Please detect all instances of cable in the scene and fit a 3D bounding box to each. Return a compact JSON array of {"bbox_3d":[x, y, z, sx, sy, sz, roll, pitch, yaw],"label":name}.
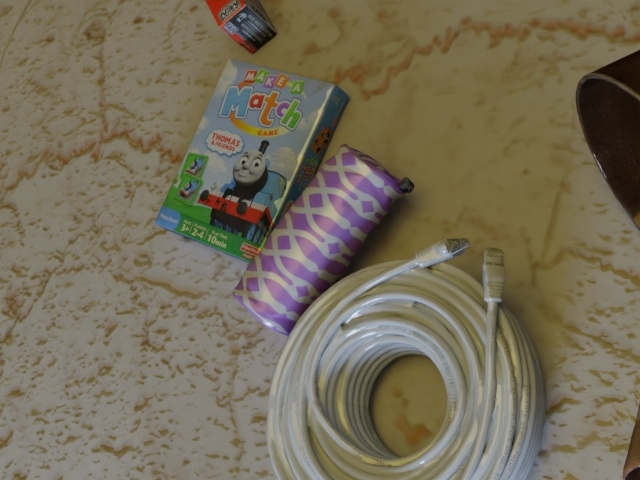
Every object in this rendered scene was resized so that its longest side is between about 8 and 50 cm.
[{"bbox_3d":[0.073,0.144,0.852,0.257,0.089,0.257,-15,67,26],"label":"cable"}]

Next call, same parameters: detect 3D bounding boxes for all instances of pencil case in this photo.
[{"bbox_3d":[0.000,0.000,0.943,0.086,0.088,0.206,42,96,26],"label":"pencil case"}]

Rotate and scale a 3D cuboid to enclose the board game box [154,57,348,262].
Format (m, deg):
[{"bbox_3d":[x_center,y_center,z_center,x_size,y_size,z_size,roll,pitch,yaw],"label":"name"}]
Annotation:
[{"bbox_3d":[-0.079,-0.089,1.049,0.160,0.039,0.211,20,84,34],"label":"board game box"}]

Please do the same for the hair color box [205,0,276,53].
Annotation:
[{"bbox_3d":[-0.111,-0.296,1.117,0.043,0.072,0.141,-36,59,14],"label":"hair color box"}]

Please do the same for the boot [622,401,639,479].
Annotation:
[{"bbox_3d":[0.329,0.190,0.655,0.248,0.090,0.207,-24,45,43],"label":"boot"}]

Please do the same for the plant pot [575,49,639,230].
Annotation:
[{"bbox_3d":[0.355,-0.096,0.717,0.230,0.215,0.215,-32,59,1],"label":"plant pot"}]
